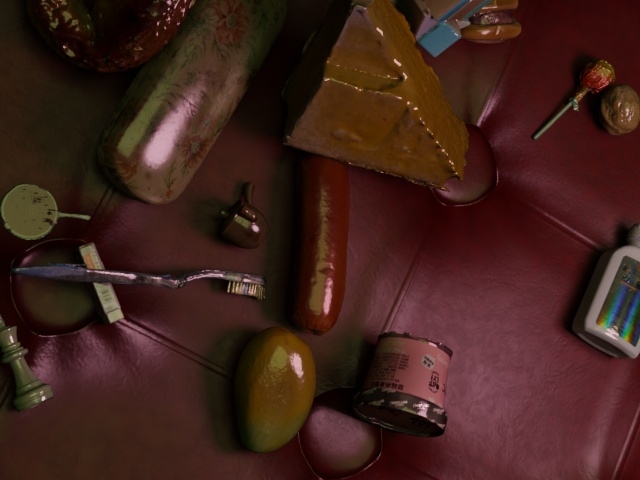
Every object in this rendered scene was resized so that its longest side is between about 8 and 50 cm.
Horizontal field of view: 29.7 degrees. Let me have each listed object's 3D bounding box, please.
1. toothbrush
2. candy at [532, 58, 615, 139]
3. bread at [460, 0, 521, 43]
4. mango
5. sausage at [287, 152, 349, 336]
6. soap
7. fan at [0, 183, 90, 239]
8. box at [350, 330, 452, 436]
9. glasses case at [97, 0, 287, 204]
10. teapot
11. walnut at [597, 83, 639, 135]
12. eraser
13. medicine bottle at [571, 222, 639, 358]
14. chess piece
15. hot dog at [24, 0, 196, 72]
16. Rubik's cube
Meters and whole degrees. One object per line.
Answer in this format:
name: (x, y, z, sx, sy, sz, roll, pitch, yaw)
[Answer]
toothbrush: (-0.257, 0.055, 1.782, 0.413, 0.035, 0.042, 6, 85, -33)
candy: (0.443, -0.246, 2.130, 0.201, 0.060, 0.060, -45, 100, -11)
bread: (0.268, -0.446, 2.063, 0.134, 0.081, 0.225, -15, 90, -21)
mango: (-0.073, 0.230, 1.845, 0.130, 0.092, 0.195, 22, 81, -19)
sausage: (0.000, 0.000, 1.905, 0.089, 0.083, 0.300, 5, 81, -8)
soap: (0.144, -0.246, 1.868, 0.338, 0.304, 0.169, 14, 49, -19)
fan: (-0.408, -0.041, 1.794, 0.133, 0.005, 0.085, 5, 81, -19)
box: (0.135, 0.223, 1.901, 0.151, 0.151, 0.135, 23, 66, -17)
glasses case: (-0.189, -0.249, 1.842, 0.156, 0.098, 0.425, 43, 69, -38)
teapot: (-0.111, -0.045, 1.874, 0.080, 0.085, 0.110, 33, 53, -16)
walnut: (0.530, -0.231, 2.135, 0.092, 0.092, 0.092, 3, 83, -21)
eraser: (-0.328, 0.064, 1.787, 0.029, 0.052, 0.122, -22, 92, -20)
medicine bottle: (0.532, 0.082, 2.100, 0.121, 0.083, 0.229, 30, 73, -13)
chess piece: (-0.437, 0.169, 1.736, 0.059, 0.059, 0.149, -23, 85, -22)
hot dog: (-0.282, -0.436, 1.792, 0.266, 0.174, 0.388, 24, 75, 8)
Rubik's cube: (0.163, -0.440, 1.921, 0.265, 0.213, 0.224, 57, 28, 5)
